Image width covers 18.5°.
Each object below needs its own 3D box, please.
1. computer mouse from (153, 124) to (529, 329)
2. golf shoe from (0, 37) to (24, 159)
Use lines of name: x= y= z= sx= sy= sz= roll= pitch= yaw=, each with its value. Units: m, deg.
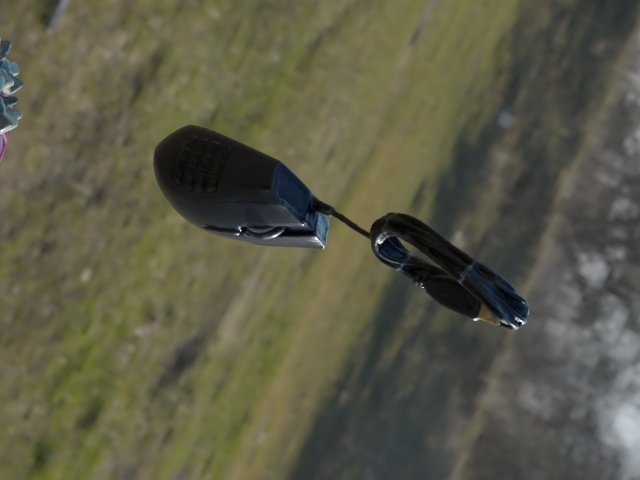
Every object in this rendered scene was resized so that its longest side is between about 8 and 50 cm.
computer mouse: x=0.000 y=0.000 z=0.952 sx=0.041 sy=0.242 sz=0.071 roll=-53 pitch=136 yaw=-14
golf shoe: x=-0.214 y=-0.040 z=0.745 sx=0.140 sy=0.115 sz=0.306 roll=-18 pitch=-165 yaw=18
